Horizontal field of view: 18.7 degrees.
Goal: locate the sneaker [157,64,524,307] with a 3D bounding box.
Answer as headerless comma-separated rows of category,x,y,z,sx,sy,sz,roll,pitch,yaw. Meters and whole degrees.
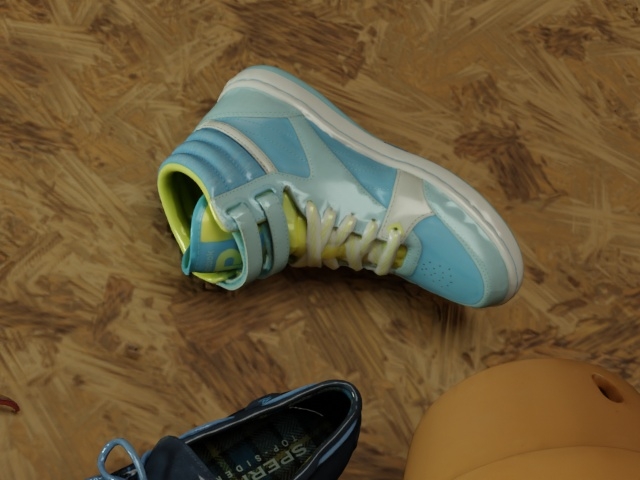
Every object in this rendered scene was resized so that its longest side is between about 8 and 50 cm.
sneaker,0.000,0.000,1.659,0.319,0.127,0.208,32,48,15

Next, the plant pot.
plant pot,0.174,0.227,1.482,0.291,0.291,0.203,11,37,-14

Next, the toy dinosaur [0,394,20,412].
toy dinosaur,-0.292,0.123,1.511,0.090,0.047,0.082,46,71,1

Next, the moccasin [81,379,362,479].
moccasin,-0.108,0.191,1.481,0.138,0.117,0.342,45,53,13
